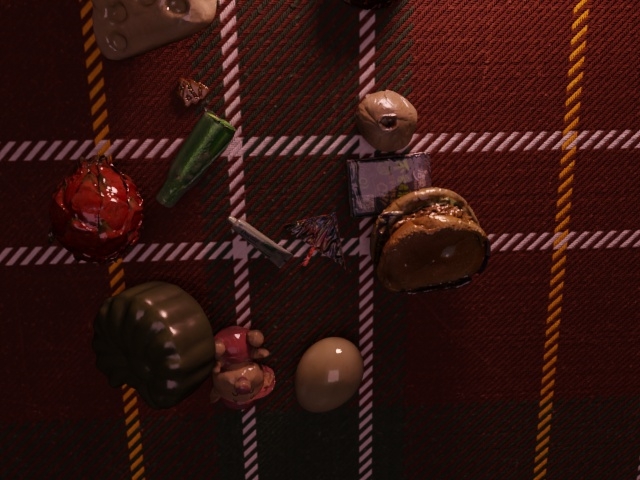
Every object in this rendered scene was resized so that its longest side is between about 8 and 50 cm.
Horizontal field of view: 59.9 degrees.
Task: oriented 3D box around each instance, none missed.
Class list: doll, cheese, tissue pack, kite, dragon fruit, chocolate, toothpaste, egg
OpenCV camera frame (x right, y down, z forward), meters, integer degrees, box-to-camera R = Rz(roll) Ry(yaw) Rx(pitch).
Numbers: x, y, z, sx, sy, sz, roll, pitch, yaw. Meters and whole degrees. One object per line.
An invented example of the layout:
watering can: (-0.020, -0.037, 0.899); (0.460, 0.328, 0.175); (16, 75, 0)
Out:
doll: (-0.241, 0.385, 1.653); (0.196, 0.152, 0.255); (-1, 108, 10)
cheese: (-0.424, -0.644, 1.372); (0.329, 0.129, 0.350); (-3, 105, 16)
tissue pack: (0.196, -0.157, 1.584); (0.236, 0.073, 0.173); (-7, 106, -2)
kite: (0.000, 0.000, 1.644); (0.232, 0.009, 0.189); (31, 100, -10)
dragon fruit: (-0.597, -0.081, 1.479); (0.245, 0.244, 0.298); (-8, 87, -1)
chocolate: (-0.352, -0.216, 1.530); (0.110, 0.110, 0.291); (36, 102, -11)
toothpaste: (-0.181, -0.001, 1.620); (0.218, 0.041, 0.064); (39, 111, -14)
egg: (0.021, 0.403, 1.651); (0.189, 0.188, 0.253); (29, 107, -9)

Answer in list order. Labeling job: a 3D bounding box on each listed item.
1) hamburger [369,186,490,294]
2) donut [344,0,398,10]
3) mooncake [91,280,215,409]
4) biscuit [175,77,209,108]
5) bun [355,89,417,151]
hamburger: (0.300, 0.002, 1.523); (0.318, 0.195, 0.276); (-3, 128, -2)
donut: (0.137, -0.723, 1.437); (0.235, 0.089, 0.234); (-1, 102, -3)
mooncake: (-0.468, 0.287, 1.539); (0.352, 0.187, 0.350); (7, 103, 30)
biscuit: (-0.350, -0.405, 1.523); (0.092, 0.016, 0.082); (-5, 103, 0)
bun: (0.183, -0.327, 1.521); (0.173, 0.113, 0.166); (7, 103, -7)
